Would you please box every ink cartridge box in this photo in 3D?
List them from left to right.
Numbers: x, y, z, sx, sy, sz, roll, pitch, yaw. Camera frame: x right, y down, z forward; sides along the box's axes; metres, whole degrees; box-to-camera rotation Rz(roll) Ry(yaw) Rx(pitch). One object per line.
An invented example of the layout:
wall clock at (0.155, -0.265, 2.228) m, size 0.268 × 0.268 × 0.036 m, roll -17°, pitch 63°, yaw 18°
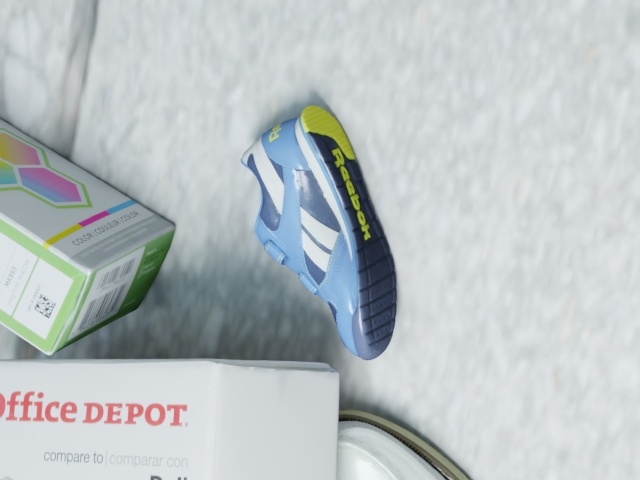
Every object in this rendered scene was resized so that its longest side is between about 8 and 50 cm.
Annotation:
ink cartridge box at (-0.202, -0.024, 1.101) m, size 0.209 × 0.109 × 0.062 m, roll 32°, pitch 112°, yaw 12°
ink cartridge box at (-0.100, 0.200, 1.050) m, size 0.198 × 0.115 × 0.273 m, roll -3°, pitch 82°, yaw 37°

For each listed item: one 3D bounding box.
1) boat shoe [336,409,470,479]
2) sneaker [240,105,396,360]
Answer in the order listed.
boat shoe at (0.067, 0.238, 1.066) m, size 0.113 × 0.103 × 0.302 m, roll -30°, pitch 91°, yaw 25°
sneaker at (0.000, 0.000, 1.061) m, size 0.059 × 0.053 × 0.144 m, roll -19°, pitch 88°, yaw 24°
